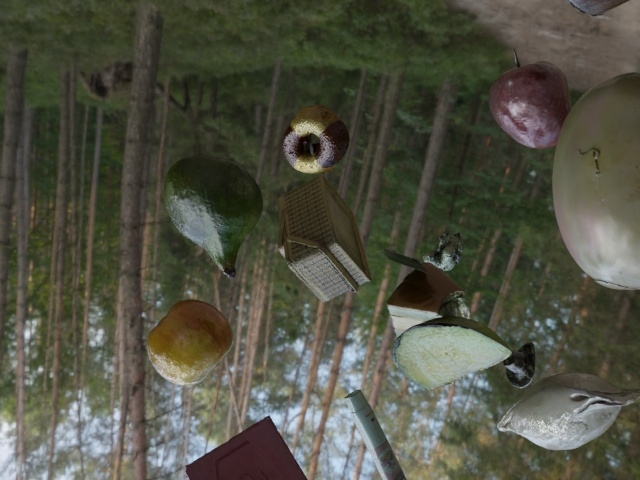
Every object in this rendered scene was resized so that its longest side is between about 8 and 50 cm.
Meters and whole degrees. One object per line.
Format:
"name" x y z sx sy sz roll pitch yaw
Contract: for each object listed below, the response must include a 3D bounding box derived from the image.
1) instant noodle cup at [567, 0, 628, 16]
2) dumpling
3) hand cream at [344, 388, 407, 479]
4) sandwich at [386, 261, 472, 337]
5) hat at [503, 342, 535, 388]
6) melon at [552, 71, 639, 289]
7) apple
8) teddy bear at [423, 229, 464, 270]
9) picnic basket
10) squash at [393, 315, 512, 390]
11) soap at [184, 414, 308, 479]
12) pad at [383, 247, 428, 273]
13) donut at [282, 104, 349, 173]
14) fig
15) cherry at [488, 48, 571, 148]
"instant noodle cup" 0.428 -0.432 0.838 0.218 0.217 0.207 1 165 -32
"dumpling" 0.625 0.417 1.552 0.260 0.341 0.181 -4 -135 -35
"hand cream" 0.156 0.555 1.655 0.058 0.331 0.085 -26 178 33
"sandwich" 0.335 0.179 1.752 0.198 0.155 0.227 6 -142 38
"hat" 0.453 0.280 1.437 0.050 0.121 0.121 21 -163 -7
"melon" 0.447 -0.088 0.886 0.223 0.316 0.223 2 174 0
"apple" -0.420 0.323 1.996 0.233 0.286 0.286 43 -160 -1
"teddy bear" 0.457 0.048 2.240 0.133 0.111 0.213 -11 -163 30
"picnic basket" 0.000 0.000 1.803 0.228 0.175 0.312 49 -160 -41
"squash" 0.243 0.241 1.305 0.204 0.237 0.155 54 -150 -3
"soap" -0.119 0.604 1.380 0.233 0.128 0.359 -27 -115 -21
"pad" 0.240 0.056 1.775 0.116 0.004 0.193 19 -171 -1
"donut" -0.019 -0.242 1.553 0.166 0.184 0.073 53 -139 -6
"fig" -0.218 -0.037 1.257 0.203 0.235 0.203 0 167 0
"cherry" 0.565 -0.382 1.695 0.213 0.285 0.236 -15 -163 40
